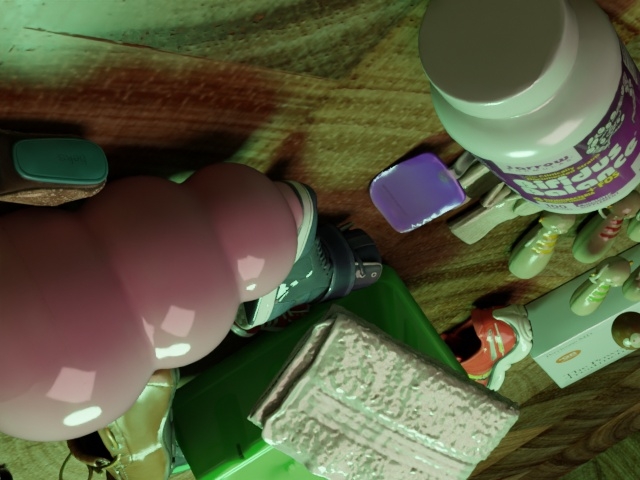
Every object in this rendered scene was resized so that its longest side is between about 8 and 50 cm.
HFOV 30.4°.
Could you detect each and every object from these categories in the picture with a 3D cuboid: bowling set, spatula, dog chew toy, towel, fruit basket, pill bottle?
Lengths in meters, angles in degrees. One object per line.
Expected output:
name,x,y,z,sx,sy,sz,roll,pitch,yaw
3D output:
bowling set,0.427,0.032,1.618,0.287,0.199,0.154,-18,154,-26
spatula,0.185,-0.111,1.263,0.296,0.030,0.084,-36,118,11
dog chew toy,-0.167,0.036,1.043,0.332,0.206,0.206,-27,158,-16
towel,0.074,0.205,1.357,0.282,0.049,0.187,29,108,-18
fruit basket,0.003,0.213,1.575,0.392,0.392,0.283,-31,113,12
pill bottle,0.199,-0.135,1.067,0.169,0.169,0.301,-33,156,16

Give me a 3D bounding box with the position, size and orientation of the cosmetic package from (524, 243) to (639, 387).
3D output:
cosmetic package,0.529,0.103,1.983,0.377,0.097,0.284,-30,153,10

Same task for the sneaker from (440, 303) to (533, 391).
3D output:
sneaker,0.237,0.177,1.880,0.118,0.107,0.279,3,145,-15

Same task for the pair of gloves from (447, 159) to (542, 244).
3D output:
pair of gloves,0.237,-0.069,1.399,0.204,0.042,0.240,-29,157,8

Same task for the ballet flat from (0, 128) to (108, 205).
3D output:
ballet flat,-0.260,-0.055,0.911,0.067,0.073,0.206,-25,158,37

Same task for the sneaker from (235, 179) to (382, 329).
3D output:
sneaker,-0.001,-0.001,1.252,0.164,0.086,0.226,-15,153,-27

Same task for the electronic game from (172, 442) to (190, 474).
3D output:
electronic game,-0.181,0.291,1.729,0.229,0.048,0.229,-21,157,-10

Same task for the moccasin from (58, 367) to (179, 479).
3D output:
moccasin,-0.248,0.218,1.403,0.147,0.139,0.380,-12,156,-15

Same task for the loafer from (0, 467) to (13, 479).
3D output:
loafer,-0.428,0.336,1.568,0.050,0.056,0.148,-18,156,-2

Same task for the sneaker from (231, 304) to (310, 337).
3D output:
sneaker,-0.060,0.084,1.424,0.067,0.042,0.118,-34,163,29
